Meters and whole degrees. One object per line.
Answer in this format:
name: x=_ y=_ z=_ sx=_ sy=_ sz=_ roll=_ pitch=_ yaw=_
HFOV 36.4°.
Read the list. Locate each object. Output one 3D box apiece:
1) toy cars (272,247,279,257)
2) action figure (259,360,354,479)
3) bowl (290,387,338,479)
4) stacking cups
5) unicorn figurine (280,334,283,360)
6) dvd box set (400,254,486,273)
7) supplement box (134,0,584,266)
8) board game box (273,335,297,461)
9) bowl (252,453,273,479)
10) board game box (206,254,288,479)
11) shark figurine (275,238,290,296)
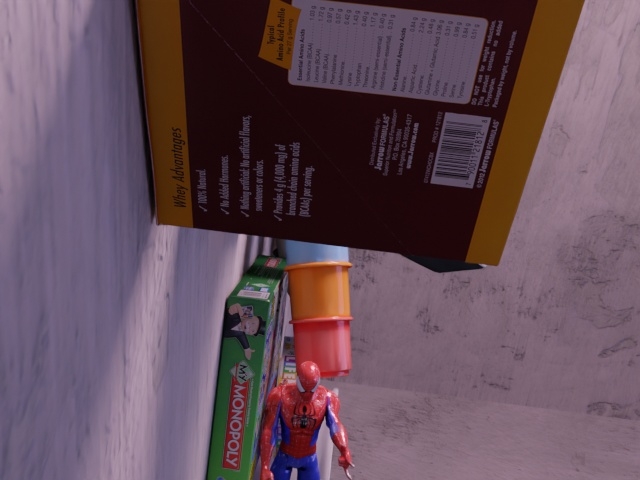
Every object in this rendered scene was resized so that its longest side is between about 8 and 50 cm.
toy cars: x=0.041 y=-0.026 z=1.491 sx=0.176 sy=0.087 sz=0.394 roll=-33 pitch=172 yaw=-37
action figure: x=-0.025 y=0.268 z=1.069 sx=0.139 sy=0.091 sz=0.280 roll=-98 pitch=-167 yaw=-62
bowl: x=-0.054 y=0.361 z=1.452 sx=0.298 sy=0.134 sz=0.298 roll=7 pitch=90 yaw=-88
stacking cups: x=-0.011 y=-0.002 z=1.117 sx=0.096 sy=0.096 sz=0.316 roll=89 pitch=-1 yaw=-82
unicorn figurine: x=-0.067 y=0.114 z=1.440 sx=0.111 sy=0.060 sz=0.162 roll=-82 pitch=-165 yaw=-47
dvd box set: x=0.058 y=-0.214 z=0.842 sx=0.307 sy=0.062 sz=0.421 roll=27 pitch=64 yaw=-44
supplement box: x=0.015 y=-0.104 z=0.511 sx=0.191 sy=0.194 sz=0.129 roll=96 pitch=2 yaw=-50
board game box: x=-0.042 y=0.213 z=1.284 sx=0.154 sy=0.026 sz=0.103 roll=-84 pitch=178 yaw=-59
bowl: x=-0.092 y=0.305 z=1.255 sx=0.142 sy=0.053 sz=0.142 roll=-71 pitch=169 yaw=-85
board game box: x=-0.078 y=0.142 z=1.129 sx=0.317 sy=0.046 sz=0.214 roll=-73 pitch=169 yaw=-83
shark figurine: x=-0.010 y=-0.024 z=1.321 sx=0.166 sy=0.116 sz=0.278 roll=8 pitch=-74 yaw=63
